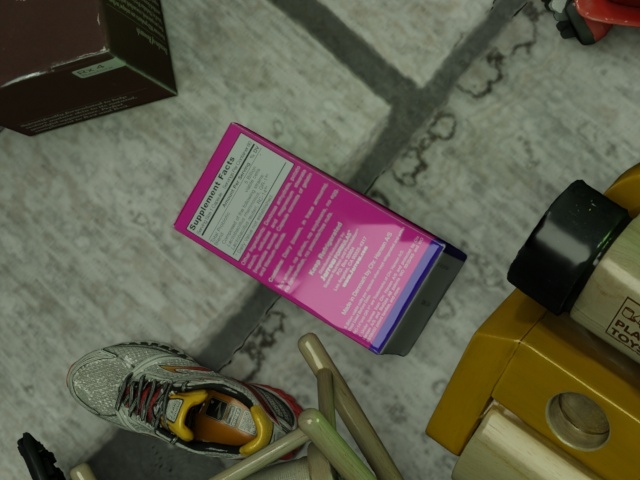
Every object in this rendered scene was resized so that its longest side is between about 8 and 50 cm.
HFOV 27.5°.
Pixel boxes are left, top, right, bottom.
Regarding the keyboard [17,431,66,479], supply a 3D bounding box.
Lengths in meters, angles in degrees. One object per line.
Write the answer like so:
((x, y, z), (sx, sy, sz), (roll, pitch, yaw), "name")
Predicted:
((-0.184, 0.326, 1.137), (0.033, 0.201, 0.317), (-23, 73, -15), "keyboard")

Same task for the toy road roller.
((0.255, 0.082, 1.054), (0.202, 0.240, 0.329), (35, 131, 16), "toy road roller")

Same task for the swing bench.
((-0.043, 0.259, 1.061), (0.253, 0.165, 0.255), (-31, 107, 10), "swing bench")

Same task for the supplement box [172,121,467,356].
((0.000, 0.000, 1.150), (0.220, 0.111, 0.114), (32, 94, 17), "supplement box")

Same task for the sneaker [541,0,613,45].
((0.214, -0.312, 1.133), (0.135, 0.097, 0.276), (-28, 80, 11), "sneaker")

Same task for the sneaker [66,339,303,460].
((-0.128, 0.142, 1.180), (0.225, 0.093, 0.088), (11, 87, 17), "sneaker")

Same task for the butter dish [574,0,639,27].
((0.291, -0.244, 1.014), (0.160, 0.118, 0.160), (6, 97, -2), "butter dish")

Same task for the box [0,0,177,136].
((-0.253, -0.226, 1.215), (0.168, 0.167, 0.203), (-13, 81, 13), "box")
